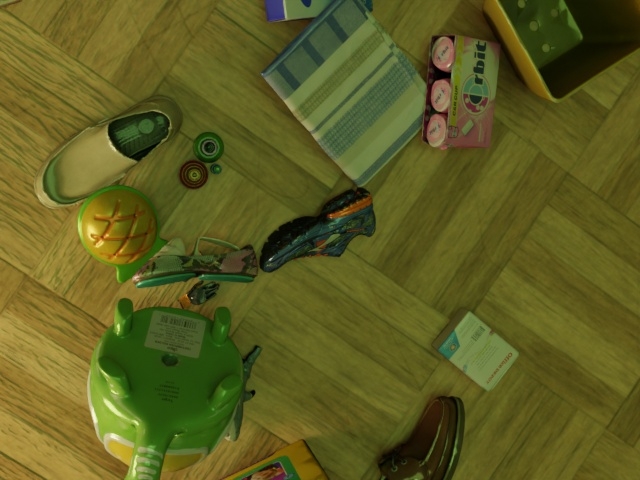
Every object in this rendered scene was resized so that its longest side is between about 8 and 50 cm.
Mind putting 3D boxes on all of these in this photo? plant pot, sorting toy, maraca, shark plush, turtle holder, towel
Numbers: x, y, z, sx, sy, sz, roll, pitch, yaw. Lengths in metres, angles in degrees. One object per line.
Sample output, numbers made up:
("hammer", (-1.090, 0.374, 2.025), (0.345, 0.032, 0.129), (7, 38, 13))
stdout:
("plant pot", (0.386, -0.366, 1.810), (0.212, 0.187, 0.212), (-33, 100, -7))
("sorting toy", (-0.190, -0.128, 1.797), (0.061, 0.042, 0.102), (28, 89, -11))
("maraca", (-0.314, -0.009, 1.760), (0.127, 0.099, 0.186), (-33, 126, -5))
("shark plush", (-0.141, 0.255, 1.849), (0.067, 0.073, 0.161), (28, 68, -31))
("turtle holder", (-0.234, 0.263, 1.695), (0.243, 0.320, 0.227), (-7, 134, -29))
("towel", (0.056, -0.245, 1.790), (0.209, 0.034, 0.285), (-47, 123, -4))

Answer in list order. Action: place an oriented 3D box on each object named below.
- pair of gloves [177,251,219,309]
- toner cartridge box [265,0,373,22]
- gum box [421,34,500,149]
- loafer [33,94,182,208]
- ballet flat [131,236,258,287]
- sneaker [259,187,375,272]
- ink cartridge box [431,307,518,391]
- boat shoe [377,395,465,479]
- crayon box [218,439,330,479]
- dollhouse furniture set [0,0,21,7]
("pair of gloves", (-0.213, 0.068, 1.825), (0.074, 0.010, 0.083), (-28, 100, -7))
("toner cartridge box", (-0.017, -0.531, 1.746), (0.165, 0.075, 0.348), (-12, 102, -26))
("gum box", (0.235, -0.243, 1.836), (0.107, 0.062, 0.188), (2, 94, -38))
("loafer", (-0.340, -0.145, 1.742), (0.268, 0.092, 0.102), (-37, 100, -6))
("ballet flat", (-0.205, 0.033, 1.780), (0.221, 0.077, 0.079), (-2, 79, -29))
("sneaker", (0.000, 0.000, 1.827), (0.221, 0.083, 0.087), (-28, 112, -2))
("ink cartridge box", (0.269, 0.190, 1.903), (0.122, 0.052, 0.088), (40, 87, -10))
("boat shoe", (0.152, 0.402, 1.869), (0.104, 0.111, 0.307), (20, 91, -13))
("crayon box", (-0.142, 0.471, 1.718), (0.363, 0.313, 0.106), (-26, 99, -7))
("dollhouse furniture set", (-0.548, -0.393, 1.667), (0.151, 0.123, 0.144), (-18, 98, -9))
